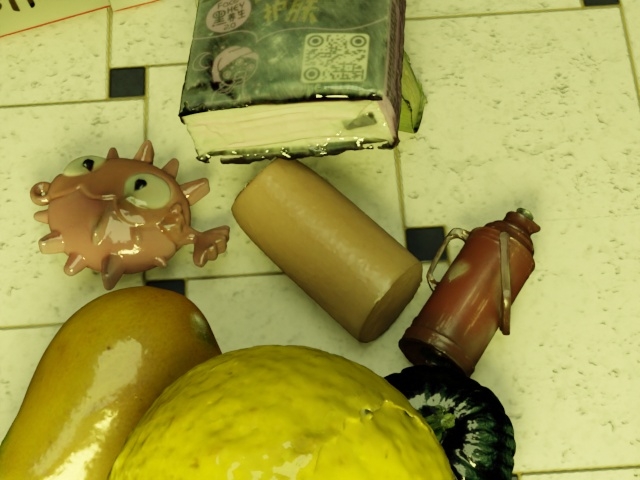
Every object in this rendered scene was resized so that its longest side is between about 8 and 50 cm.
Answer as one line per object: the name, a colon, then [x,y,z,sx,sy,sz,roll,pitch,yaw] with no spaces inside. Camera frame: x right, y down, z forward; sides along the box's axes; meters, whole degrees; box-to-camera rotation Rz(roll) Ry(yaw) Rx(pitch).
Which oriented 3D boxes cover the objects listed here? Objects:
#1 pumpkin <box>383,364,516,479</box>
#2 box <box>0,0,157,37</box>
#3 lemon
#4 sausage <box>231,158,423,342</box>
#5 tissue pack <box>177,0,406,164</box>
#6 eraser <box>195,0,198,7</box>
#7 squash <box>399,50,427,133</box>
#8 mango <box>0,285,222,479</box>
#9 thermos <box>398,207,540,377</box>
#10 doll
pumpkin: [0.120,0.232,1.455,0.194,0.150,0.194,-22,51,29]
box: [-0.405,-0.488,1.751,0.300,0.314,0.312,-16,67,-4]
lemon: [-0.050,0.274,1.274,0.387,0.350,0.350,-1,54,45]
sausage: [0.000,0.000,1.590,0.253,0.123,0.123,41,70,21]
tissue pack: [-0.024,-0.271,1.625,0.259,0.122,0.361,-5,52,12]
eraser: [-0.095,-0.365,1.844,0.150,0.023,0.104,5,62,5]
squash: [-0.004,-0.226,1.718,0.287,0.137,0.137,11,63,14]
mango: [-0.232,0.198,1.455,0.211,0.173,0.317,41,68,-15]
thermos: [0.187,0.052,1.568,0.124,0.099,0.232,26,67,17]
doll: [-0.239,-0.029,1.628,0.262,0.093,0.211,21,58,16]
